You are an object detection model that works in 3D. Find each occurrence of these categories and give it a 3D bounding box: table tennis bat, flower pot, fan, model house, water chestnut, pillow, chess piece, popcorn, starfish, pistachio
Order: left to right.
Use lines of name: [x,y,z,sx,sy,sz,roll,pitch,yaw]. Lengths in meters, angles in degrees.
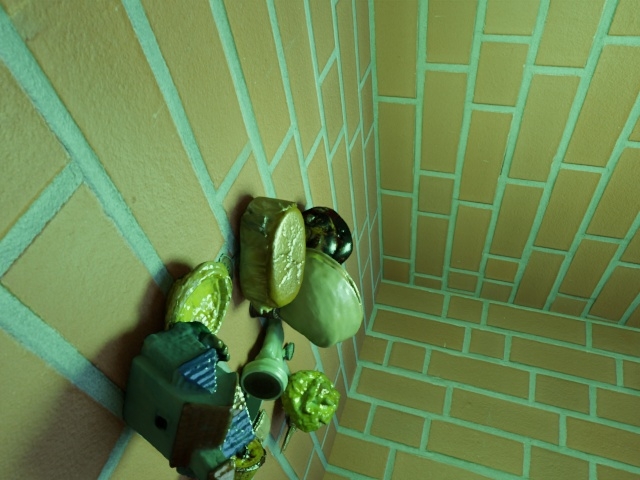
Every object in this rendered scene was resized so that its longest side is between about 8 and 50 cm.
model house: [-0.258,0.395,1.118,0.252,0.329,0.294,-13,129,-49]
fan: [-0.288,0.084,1.516,0.132,0.009,0.219,83,24,-45]
table tennis bat: [-0.275,0.620,1.847,0.301,0.023,0.173,62,41,-66]
pillow: [-0.265,0.814,1.967,0.126,0.043,0.232,77,30,-42]
flower pot: [-0.196,0.240,1.768,0.111,0.089,0.111,10,90,-73]
chess piece: [-0.192,0.447,1.849,0.298,0.176,0.175,-78,169,-57]
starfish: [-0.134,0.917,2.447,0.295,0.048,0.231,-58,163,-46]
popcorn: [-0.056,0.730,2.233,0.247,0.282,0.282,-42,158,-2]
pistachio: [-0.021,0.228,1.884,0.445,0.366,0.281,63,31,-23]
water chestnut: [0.000,0.000,2.021,0.244,0.289,0.288,-42,-154,60]

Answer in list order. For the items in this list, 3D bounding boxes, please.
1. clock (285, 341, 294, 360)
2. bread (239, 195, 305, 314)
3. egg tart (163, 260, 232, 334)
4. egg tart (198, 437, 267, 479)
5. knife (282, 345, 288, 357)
clock: [-0.137,0.501,2.180,0.085,0.017,0.085,9,90,-76]
bread: [-0.155,0.041,1.616,0.236,0.183,0.388,-55,153,-59]
egg tart: [-0.335,0.178,1.283,0.279,0.095,0.278,15,90,-70]
egg tart: [-0.295,0.717,1.562,0.170,0.215,0.215,-68,165,10]
knife: [-0.167,0.500,2.139,0.293,0.020,0.043,-5,103,-75]
